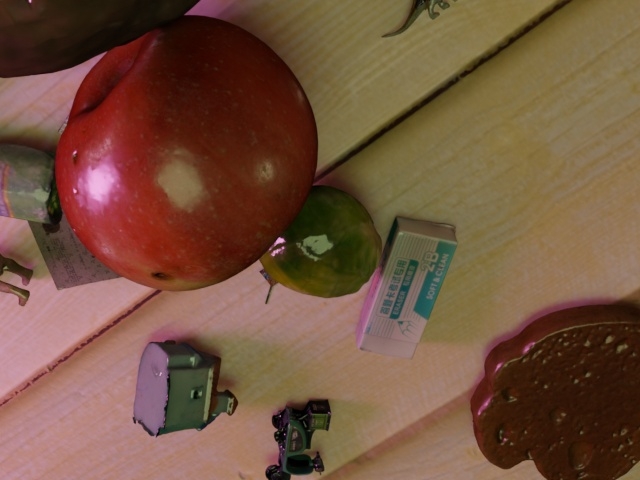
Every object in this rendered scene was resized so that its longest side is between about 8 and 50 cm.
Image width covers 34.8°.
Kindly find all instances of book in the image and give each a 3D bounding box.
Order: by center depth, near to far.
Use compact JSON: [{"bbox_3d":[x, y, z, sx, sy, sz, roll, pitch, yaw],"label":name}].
[{"bbox_3d":[-0.321,-0.002,1.515,0.198,0.016,0.138,-11,121,5],"label":"book"}]

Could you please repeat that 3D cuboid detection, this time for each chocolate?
[{"bbox_3d":[-0.504,-0.091,1.410,0.291,0.110,0.110,7,121,-4],"label":"chocolate"}]

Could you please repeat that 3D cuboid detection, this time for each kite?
[{"bbox_3d":[-0.080,0.063,1.570,0.044,0.002,0.078,31,115,-19],"label":"kite"}]

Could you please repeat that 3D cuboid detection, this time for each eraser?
[{"bbox_3d":[0.129,0.074,1.555,0.095,0.052,0.225,11,121,-10],"label":"eraser"}]

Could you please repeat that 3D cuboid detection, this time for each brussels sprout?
[{"bbox_3d":[0.003,0.001,1.455,0.180,0.144,0.162,1,104,-29],"label":"brussels sprout"}]

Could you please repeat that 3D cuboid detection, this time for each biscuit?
[{"bbox_3d":[0.426,0.270,1.673,0.358,0.074,0.381,-1,124,1],"label":"biscuit"}]

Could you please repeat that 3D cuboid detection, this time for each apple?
[{"bbox_3d":[-0.168,-0.110,1.260,0.348,0.348,0.277,-37,121,19],"label":"apple"}]

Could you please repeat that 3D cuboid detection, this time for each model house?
[{"bbox_3d":[-0.206,0.235,1.624,0.148,0.119,0.148,5,100,-33],"label":"model house"}]

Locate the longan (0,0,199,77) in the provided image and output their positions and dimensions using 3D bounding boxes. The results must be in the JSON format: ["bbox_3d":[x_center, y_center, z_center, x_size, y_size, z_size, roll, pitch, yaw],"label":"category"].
[{"bbox_3d":[-0.304,-0.373,1.067,0.404,0.436,0.404,21,129,28],"label":"longan"}]

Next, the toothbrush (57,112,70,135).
[{"bbox_3d":[-0.254,-0.260,1.355,0.030,0.025,0.342,33,116,-17],"label":"toothbrush"}]

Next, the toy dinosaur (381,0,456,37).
[{"bbox_3d":[0.154,-0.317,1.327,0.058,0.037,0.180,43,106,2],"label":"toy dinosaur"}]

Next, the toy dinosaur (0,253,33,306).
[{"bbox_3d":[-0.506,0.028,1.461,0.199,0.072,0.251,23,155,-15],"label":"toy dinosaur"}]

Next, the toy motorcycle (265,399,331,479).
[{"bbox_3d":[-0.037,0.346,1.714,0.100,0.058,0.173,3,120,-10],"label":"toy motorcycle"}]
